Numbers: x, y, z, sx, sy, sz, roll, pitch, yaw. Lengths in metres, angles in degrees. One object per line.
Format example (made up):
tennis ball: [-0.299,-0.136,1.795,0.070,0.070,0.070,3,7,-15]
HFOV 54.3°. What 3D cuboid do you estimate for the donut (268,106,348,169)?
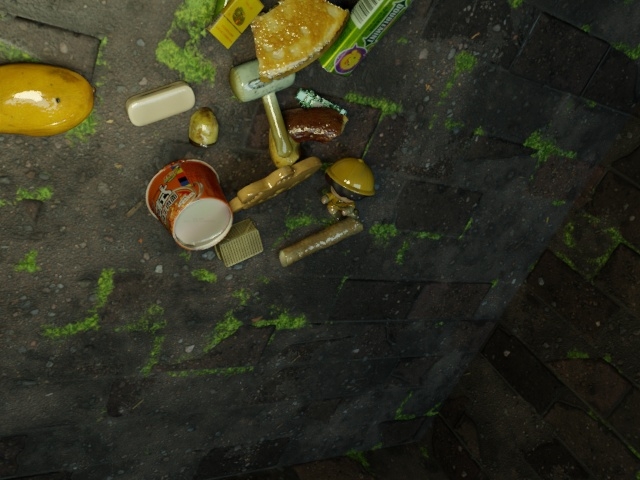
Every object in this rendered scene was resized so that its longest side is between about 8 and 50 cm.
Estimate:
donut: [-0.065,-0.342,2.001,0.294,0.112,0.151,-30,122,17]

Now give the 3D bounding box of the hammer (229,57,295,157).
hammer: [-0.143,-0.398,1.885,0.201,0.113,0.306,-23,109,-13]

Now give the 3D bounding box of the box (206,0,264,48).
box: [-0.231,-0.608,1.700,0.155,0.023,0.087,-48,142,5]

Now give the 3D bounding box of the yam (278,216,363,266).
yam: [0.000,0.000,2.403,0.356,0.081,0.081,-26,135,-16]

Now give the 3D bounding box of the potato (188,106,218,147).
potato: [-0.349,-0.342,1.887,0.096,0.066,0.103,-19,131,-25]

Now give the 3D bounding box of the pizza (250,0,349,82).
pizza: [-0.084,-0.599,1.785,0.323,0.223,0.089,-39,179,-5]

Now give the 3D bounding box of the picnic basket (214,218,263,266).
picnic basket: [-0.291,0.008,2.205,0.164,0.079,0.115,-24,135,-16]

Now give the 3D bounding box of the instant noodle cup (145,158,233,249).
instant noodle cup: [-0.398,-0.104,1.956,0.250,0.192,0.251,-19,133,-21]

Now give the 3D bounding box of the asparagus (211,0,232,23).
asparagus: [-0.239,-0.688,1.679,0.067,0.060,0.278,-10,131,-41]

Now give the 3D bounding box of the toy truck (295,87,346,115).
toy truck: [-0.005,-0.443,2.046,0.175,0.081,0.067,25,109,-24]

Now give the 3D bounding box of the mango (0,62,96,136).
mango: [-0.746,-0.346,1.555,0.359,0.144,0.187,-9,126,-25]

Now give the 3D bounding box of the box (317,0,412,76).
box: [0.141,-0.643,1.860,0.134,0.097,0.345,-1,147,-46]

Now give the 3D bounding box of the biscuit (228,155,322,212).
biscuit: [-0.141,-0.182,2.060,0.354,0.052,0.275,-27,177,-36]

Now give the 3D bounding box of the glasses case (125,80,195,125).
glasses case: [-0.456,-0.391,1.783,0.196,0.050,0.083,-23,132,-18]

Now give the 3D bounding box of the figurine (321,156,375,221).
figurine: [0.095,-0.190,2.251,0.192,0.167,0.257,16,146,-9]
